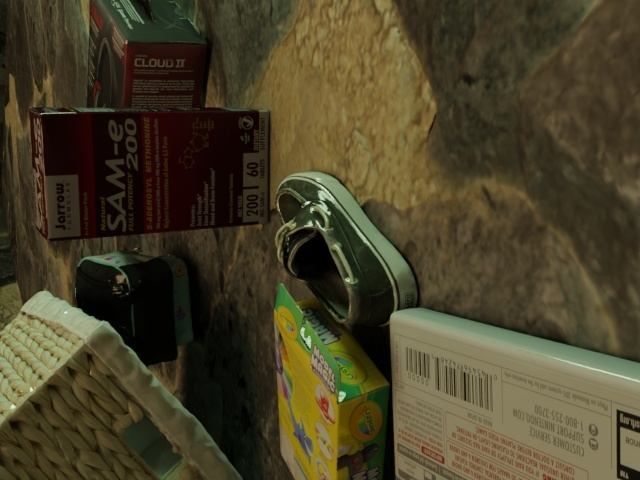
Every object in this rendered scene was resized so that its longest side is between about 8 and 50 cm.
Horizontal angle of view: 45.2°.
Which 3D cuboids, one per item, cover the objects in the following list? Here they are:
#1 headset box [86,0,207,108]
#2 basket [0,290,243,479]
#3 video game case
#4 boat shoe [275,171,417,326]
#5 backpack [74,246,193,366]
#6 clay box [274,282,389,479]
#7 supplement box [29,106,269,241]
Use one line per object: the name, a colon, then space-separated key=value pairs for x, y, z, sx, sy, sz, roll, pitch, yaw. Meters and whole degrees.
headset box: x=-0.253 y=-0.211 z=1.080 sx=0.218 sy=0.110 sz=0.293 roll=55 pitch=141 yaw=44
basket: x=-0.321 y=0.279 z=0.987 sx=0.331 sy=0.266 sz=0.328 roll=6 pitch=135 yaw=58
video game case: x=0.149 y=0.212 z=0.474 sx=0.329 sy=0.036 sz=0.299 roll=8 pitch=102 yaw=61
boat shoe: x=0.000 y=0.000 z=0.679 sx=0.219 sy=0.070 sz=0.077 roll=46 pitch=134 yaw=50
backpack: x=-0.282 y=0.094 z=1.150 sx=0.188 sy=0.144 sz=0.165 roll=7 pitch=107 yaw=42
clay box: x=0.007 y=0.151 z=0.677 sx=0.127 sy=0.053 sz=0.222 roll=-130 pitch=33 yaw=-47
supplement box: x=-0.177 y=-0.076 z=0.820 sx=0.073 sy=0.240 sz=0.130 roll=24 pitch=117 yaw=59
